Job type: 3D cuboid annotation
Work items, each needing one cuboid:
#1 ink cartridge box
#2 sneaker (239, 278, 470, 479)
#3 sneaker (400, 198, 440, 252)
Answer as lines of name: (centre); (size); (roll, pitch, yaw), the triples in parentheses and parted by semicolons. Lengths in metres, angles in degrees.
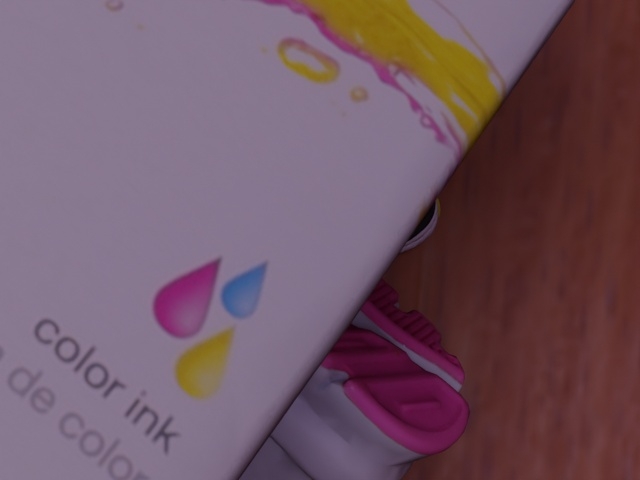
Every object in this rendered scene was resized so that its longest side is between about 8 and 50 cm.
ink cartridge box: (-0.087, -0.052, 0.398); (0.226, 0.131, 0.306); (41, 58, -6)
sneaker: (-0.079, 0.007, 0.573); (0.252, 0.103, 0.111); (45, 109, 24)
sneaker: (0.000, 0.000, 0.610); (0.083, 0.035, 0.031); (-31, 79, -6)
